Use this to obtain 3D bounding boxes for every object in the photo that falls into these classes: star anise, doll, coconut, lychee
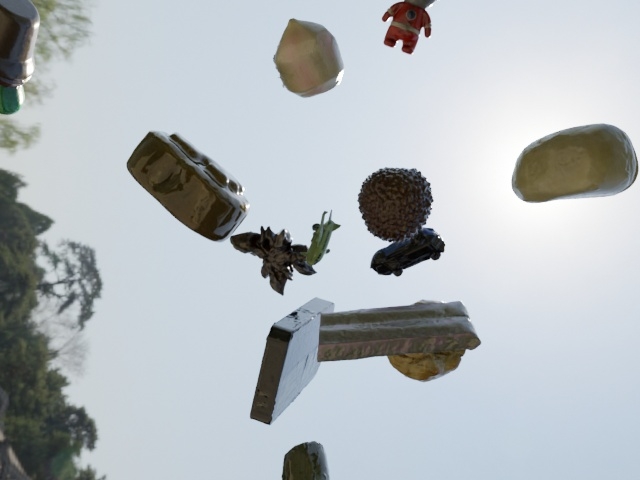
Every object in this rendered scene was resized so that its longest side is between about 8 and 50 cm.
[{"bbox_3d":[-0.127,0.041,1.550,0.283,0.129,0.212,3,-45,34],"label":"star anise"},{"bbox_3d":[0.255,-0.635,1.492,0.076,0.142,0.245,-82,-166,-72],"label":"doll"},{"bbox_3d":[-0.023,-0.299,0.895,0.110,0.110,0.124,12,-46,51],"label":"coconut"},{"bbox_3d":[0.173,-0.081,1.293,0.188,0.188,0.188,7,-82,52],"label":"lychee"}]

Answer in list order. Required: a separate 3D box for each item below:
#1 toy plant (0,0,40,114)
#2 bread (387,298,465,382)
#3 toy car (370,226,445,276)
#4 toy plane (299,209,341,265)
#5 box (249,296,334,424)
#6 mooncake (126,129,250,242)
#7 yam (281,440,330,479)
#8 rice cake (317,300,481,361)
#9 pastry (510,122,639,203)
[{"bbox_3d":[-0.440,-0.236,0.718,0.143,0.105,0.200,44,-60,-11],"label":"toy plant"},{"bbox_3d":[0.299,0.281,1.505,0.134,0.245,0.244,-149,-118,-61],"label":"bread"},{"bbox_3d":[0.227,0.030,1.472,0.216,0.103,0.063,-27,-135,32],"label":"toy car"},{"bbox_3d":[0.000,0.000,0.938,0.040,0.111,0.102,16,-38,23],"label":"toy plane"},{"bbox_3d":[-0.055,0.259,1.253,0.058,0.350,0.211,17,-82,14],"label":"box"},{"bbox_3d":[-0.229,-0.101,1.028,0.117,0.235,0.235,-51,-132,5],"label":"mooncake"},{"bbox_3d":[-0.003,0.420,0.639,0.371,0.083,0.083,-100,-149,-48],"label":"yam"},{"bbox_3d":[0.139,0.166,1.031,0.106,0.298,0.050,-94,180,-59],"label":"rice cake"},{"bbox_3d":[0.331,-0.096,0.727,0.156,0.156,0.092,-15,-102,52],"label":"pastry"}]
